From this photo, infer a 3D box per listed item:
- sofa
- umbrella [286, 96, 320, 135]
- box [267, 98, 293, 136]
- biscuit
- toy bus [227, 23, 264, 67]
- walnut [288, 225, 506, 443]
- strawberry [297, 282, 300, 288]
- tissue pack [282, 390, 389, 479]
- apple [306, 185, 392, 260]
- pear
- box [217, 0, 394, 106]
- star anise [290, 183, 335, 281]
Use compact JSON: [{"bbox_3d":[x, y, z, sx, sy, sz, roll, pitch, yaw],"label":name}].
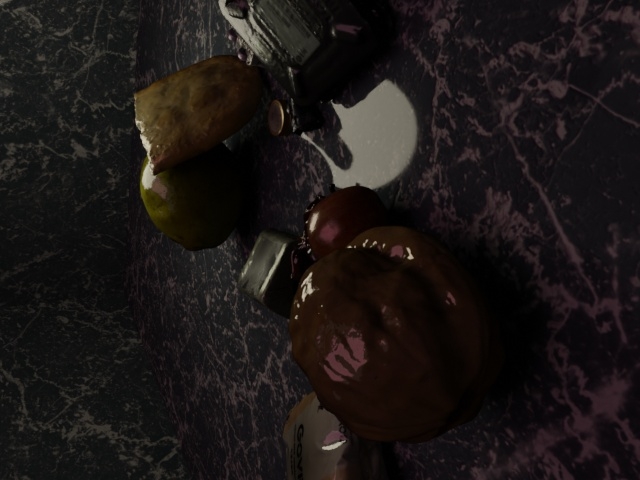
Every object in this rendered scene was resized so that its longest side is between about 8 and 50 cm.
[{"bbox_3d":[-0.102,0.096,1.627,0.210,0.176,0.225,16,80,57],"label":"sofa"},{"bbox_3d":[-0.057,-0.382,1.486,0.071,0.080,0.224,66,-169,-72],"label":"umbrella"},{"bbox_3d":[-0.114,-0.350,1.608,0.106,0.037,0.105,17,110,58],"label":"box"},{"bbox_3d":[-0.384,-0.411,1.717,0.104,0.447,0.429,59,-167,-46],"label":"biscuit"},{"bbox_3d":[-0.160,-0.578,1.542,0.202,0.142,0.142,64,144,32],"label":"toy bus"},{"bbox_3d":[0.121,0.162,0.977,0.384,0.384,0.383,16,108,58],"label":"walnut"},{"bbox_3d":[0.036,0.136,1.354,0.187,0.082,0.146,18,114,16],"label":"strawberry"},{"bbox_3d":[0.032,0.552,1.387,0.390,0.195,0.375,124,144,-47],"label":"tissue pack"},{"bbox_3d":[0.066,-0.019,1.205,0.174,0.188,0.188,-24,69,15],"label":"apple"},{"bbox_3d":[-0.410,-0.172,1.851,0.352,0.352,0.412,-21,81,59],"label":"pear"},{"bbox_3d":[-0.048,-0.496,1.255,0.359,0.091,0.350,48,145,-9],"label":"box"},{"bbox_3d":[0.000,0.000,1.377,0.220,0.126,0.190,111,-176,-45],"label":"star anise"}]
